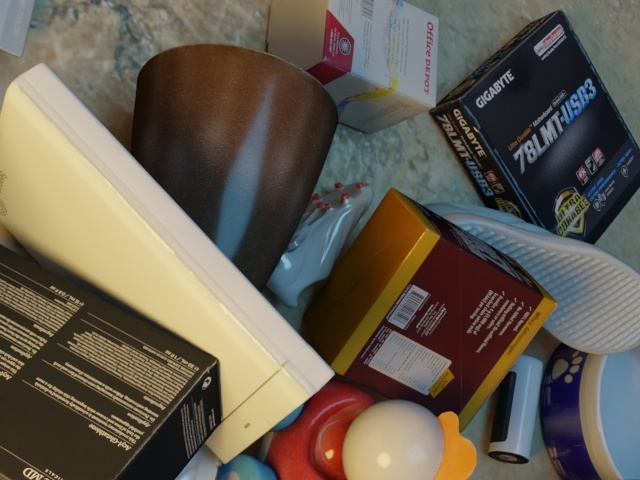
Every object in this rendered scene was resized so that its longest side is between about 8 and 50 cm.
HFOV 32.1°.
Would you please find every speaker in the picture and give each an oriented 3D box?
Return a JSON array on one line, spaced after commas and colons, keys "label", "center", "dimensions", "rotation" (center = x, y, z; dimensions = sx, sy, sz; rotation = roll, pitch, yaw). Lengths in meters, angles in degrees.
[{"label": "speaker", "center": [0.257, 0.220, 1.461], "dimensions": [0.055, 0.055, 0.136], "rotation": [28, 63, -30]}]

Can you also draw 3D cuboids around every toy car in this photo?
[{"label": "toy car", "center": [0.049, 0.242, 1.147], "dimensions": [0.219, 0.238, 0.210], "rotation": [39, 57, -39]}]

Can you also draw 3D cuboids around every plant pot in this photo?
[{"label": "plant pot", "center": [-0.103, -0.042, 1.126], "dimensions": [0.215, 0.215, 0.230], "rotation": [26, 60, -31]}]

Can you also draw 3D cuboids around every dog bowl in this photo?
[{"label": "dog bowl", "center": [0.434, 0.246, 1.563], "dimensions": [0.265, 0.104, 0.264], "rotation": [10, 73, -36]}]

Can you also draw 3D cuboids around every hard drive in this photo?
[{"label": "hard drive", "center": [-0.161, 0.034, 0.997], "dimensions": [0.353, 0.233, 0.047], "rotation": [47, 57, 3]}]

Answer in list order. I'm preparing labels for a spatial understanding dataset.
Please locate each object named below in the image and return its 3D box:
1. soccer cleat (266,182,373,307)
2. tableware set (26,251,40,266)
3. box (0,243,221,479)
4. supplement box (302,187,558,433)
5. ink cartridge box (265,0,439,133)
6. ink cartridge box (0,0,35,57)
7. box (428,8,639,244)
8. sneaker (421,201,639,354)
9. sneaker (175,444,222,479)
[{"label": "soccer cleat", "center": [0.000, 0.000, 1.313], "dimensions": [0.196, 0.068, 0.076], "rotation": [-44, 121, -35]}, {"label": "tableware set", "center": [-0.232, -0.006, 1.151], "dimensions": [0.154, 0.024, 0.104], "rotation": [-39, 104, -38]}, {"label": "box", "center": [-0.245, 0.136, 0.960], "dimensions": [0.184, 0.261, 0.103], "rotation": [-48, 154, -37]}, {"label": "supplement box", "center": [0.122, 0.080, 1.272], "dimensions": [0.194, 0.129, 0.191], "rotation": [29, 103, -24]}, {"label": "ink cartridge box", "center": [0.040, -0.225, 1.353], "dimensions": [0.176, 0.127, 0.128], "rotation": [18, 68, -34]}, {"label": "ink cartridge box", "center": [-0.386, -0.332, 1.088], "dimensions": [0.239, 0.060, 0.275], "rotation": [21, 66, -34]}, {"label": "box", "center": [0.326, -0.140, 1.598], "dimensions": [0.295, 0.073, 0.293], "rotation": [-42, 106, -38]}, {"label": "sneaker", "center": [0.273, 0.030, 1.446], "dimensions": [0.366, 0.150, 0.135], "rotation": [24, 106, -22]}, {"label": "sneaker", "center": [-0.160, 0.182, 1.127], "dimensions": [0.129, 0.111, 0.297], "rotation": [24, 58, -19]}]
